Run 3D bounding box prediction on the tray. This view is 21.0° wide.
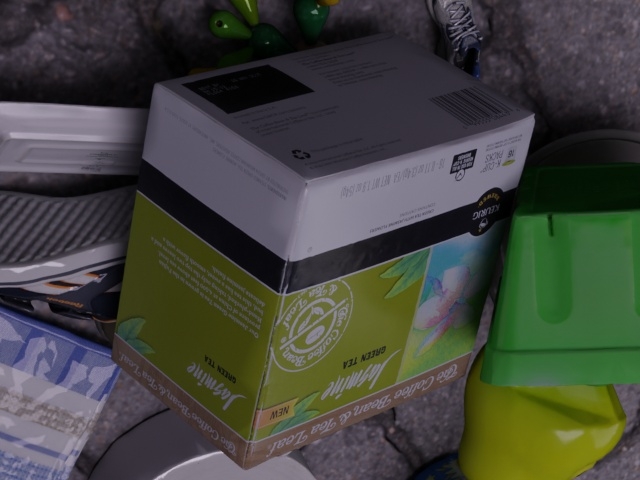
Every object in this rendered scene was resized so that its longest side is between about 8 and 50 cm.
[{"bbox_3d":[-0.221,-0.095,1.725,0.270,0.030,0.145,1,163,-25],"label":"tray"}]

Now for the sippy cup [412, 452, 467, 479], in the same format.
[{"bbox_3d":[0.206,0.393,2.165,0.240,0.224,0.305,26,107,-36],"label":"sippy cup"}]

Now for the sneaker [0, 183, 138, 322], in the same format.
[{"bbox_3d":[-0.269,0.023,1.774,0.321,0.126,0.127,-5,135,-13],"label":"sneaker"}]

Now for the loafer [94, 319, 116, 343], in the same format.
[{"bbox_3d":[-0.119,0.067,1.893,0.251,0.087,0.094,-23,127,-10],"label":"loafer"}]

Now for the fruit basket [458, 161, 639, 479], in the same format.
[{"bbox_3d":[0.281,0.118,1.821,0.283,0.392,0.392,-2,126,9],"label":"fruit basket"}]

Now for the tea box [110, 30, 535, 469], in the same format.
[{"bbox_3d":[0.000,0.000,1.709,0.329,0.220,0.323,-19,132,-41],"label":"tea box"}]

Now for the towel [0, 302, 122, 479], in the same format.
[{"bbox_3d":[-0.358,0.211,1.886,0.209,0.034,0.285,24,99,-29],"label":"towel"}]

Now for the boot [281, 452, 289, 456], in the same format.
[{"bbox_3d":[-0.040,0.145,1.961,0.086,0.069,0.190,35,66,-31],"label":"boot"}]

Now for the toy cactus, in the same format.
[{"bbox_3d":[-0.033,-0.196,1.762,0.180,0.112,0.219,21,103,-38],"label":"toy cactus"}]

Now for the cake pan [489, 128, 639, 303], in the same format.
[{"bbox_3d":[0.335,0.009,2.004,0.293,0.054,0.293,2,106,9],"label":"cake pan"}]

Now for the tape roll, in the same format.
[{"bbox_3d":[-0.138,0.331,2.046,0.286,0.100,0.286,-12,124,-18],"label":"tape roll"}]

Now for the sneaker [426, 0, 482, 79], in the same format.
[{"bbox_3d":[0.152,-0.227,1.849,0.052,0.058,0.135,-22,126,-11],"label":"sneaker"}]
